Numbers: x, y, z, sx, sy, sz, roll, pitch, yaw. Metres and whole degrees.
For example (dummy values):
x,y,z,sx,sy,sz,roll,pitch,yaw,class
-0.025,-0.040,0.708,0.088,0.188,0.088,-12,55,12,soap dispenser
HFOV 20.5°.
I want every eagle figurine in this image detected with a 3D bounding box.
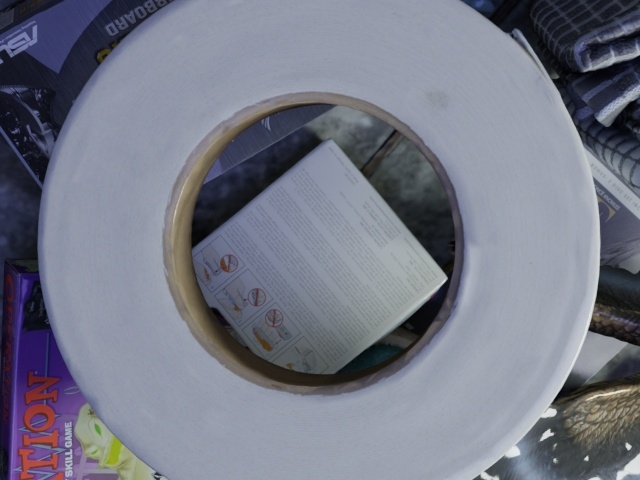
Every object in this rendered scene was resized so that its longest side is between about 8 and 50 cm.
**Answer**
x,y,z,sx,sy,sz,roll,pitch,yaw,class
0.255,0.086,1.325,0.298,0.226,0.225,-11,112,13,eagle figurine

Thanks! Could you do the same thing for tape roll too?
x,y,z,sx,sy,sz,roll,pitch,yaw,class
0.000,0.000,1.227,0.392,0.072,0.392,0,92,7,tape roll

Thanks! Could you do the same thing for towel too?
x,y,z,sx,sy,sz,roll,pitch,yaw,class
0.286,-0.174,1.248,0.283,0.235,0.121,-30,111,5,towel

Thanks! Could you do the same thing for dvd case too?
x,y,z,sx,sy,sz,roll,pitch,yaw,class
0.193,0.040,1.449,0.164,0.018,0.221,40,103,-21,dvd case

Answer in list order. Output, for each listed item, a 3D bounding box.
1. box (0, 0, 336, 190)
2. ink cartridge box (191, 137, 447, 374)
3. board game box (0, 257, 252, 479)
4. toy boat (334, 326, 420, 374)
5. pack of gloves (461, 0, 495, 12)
x,y,z,sx,sy,sz,roll,pitch,yaw,class
-0.125,-0.126,1.308,0.231,0.056,0.183,-29,114,6,box
-0.015,0.033,1.348,0.179,0.045,0.145,-39,87,-4,ink cartridge box
-0.150,0.181,1.391,0.208,0.056,0.347,-2,106,-21,board game box
0.111,0.188,1.420,0.318,0.148,0.267,-5,119,-1,toy boat
0.091,-0.275,1.277,0.232,0.046,0.195,20,109,-16,pack of gloves
